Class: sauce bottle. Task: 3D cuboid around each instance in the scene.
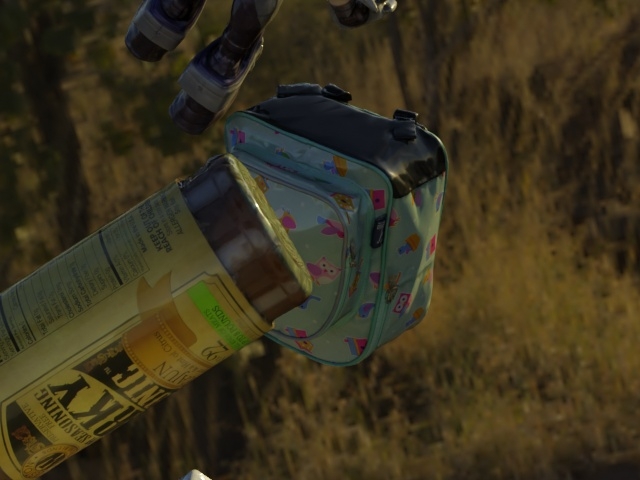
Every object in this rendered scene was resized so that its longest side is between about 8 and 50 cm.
[{"bbox_3d":[-0.170,0.081,0.930,0.344,0.111,0.111,-33,18,5],"label":"sauce bottle"}]

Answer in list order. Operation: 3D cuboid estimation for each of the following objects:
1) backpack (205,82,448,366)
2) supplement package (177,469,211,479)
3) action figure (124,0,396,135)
[{"bbox_3d":[0.000,0.000,1.126,0.166,0.188,0.144,22,42,30],"label":"backpack"},{"bbox_3d":[-0.103,0.246,0.733,0.244,0.134,0.139,-37,25,28],"label":"supplement package"},{"bbox_3d":[-0.050,-0.184,1.010,0.099,0.185,0.285,-47,4,-31],"label":"action figure"}]
